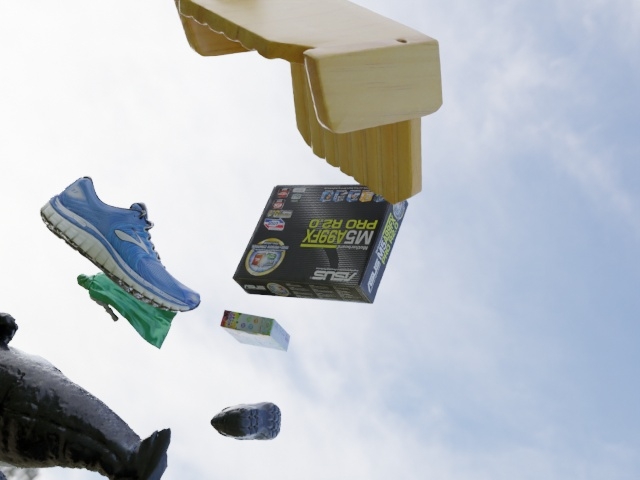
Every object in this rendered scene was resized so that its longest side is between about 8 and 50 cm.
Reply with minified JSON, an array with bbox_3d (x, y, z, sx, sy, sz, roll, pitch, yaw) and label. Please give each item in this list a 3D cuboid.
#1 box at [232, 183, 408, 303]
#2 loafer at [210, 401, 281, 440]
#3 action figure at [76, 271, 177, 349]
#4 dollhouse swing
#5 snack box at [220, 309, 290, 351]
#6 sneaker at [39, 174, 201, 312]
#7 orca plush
[{"bbox_3d":[0.000,0.000,1.529,0.270,0.216,0.060,2,-34,34],"label":"box"},{"bbox_3d":[-0.137,0.344,1.647,0.078,0.223,0.076,-1,-101,19],"label":"loafer"},{"bbox_3d":[-0.436,0.138,1.904,0.232,0.137,0.063,35,-53,-17],"label":"action figure"},{"bbox_3d":[-0.029,-0.204,1.300,0.347,0.315,0.305,36,-50,38],"label":"dollhouse swing"},{"bbox_3d":[-0.121,0.173,1.634,0.100,0.037,0.141,7,-18,14],"label":"snack box"},{"bbox_3d":[-0.338,0.007,1.562,0.330,0.147,0.130,42,-16,-15],"label":"sneaker"},{"bbox_3d":[-0.266,0.152,0.677,0.287,0.102,0.151,28,-77,22],"label":"orca plush"}]
